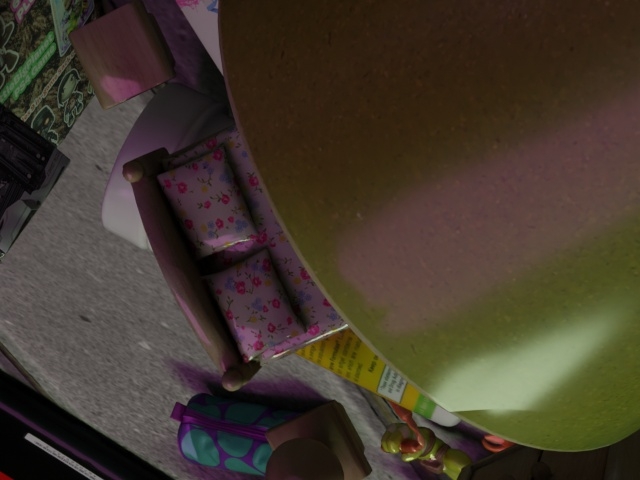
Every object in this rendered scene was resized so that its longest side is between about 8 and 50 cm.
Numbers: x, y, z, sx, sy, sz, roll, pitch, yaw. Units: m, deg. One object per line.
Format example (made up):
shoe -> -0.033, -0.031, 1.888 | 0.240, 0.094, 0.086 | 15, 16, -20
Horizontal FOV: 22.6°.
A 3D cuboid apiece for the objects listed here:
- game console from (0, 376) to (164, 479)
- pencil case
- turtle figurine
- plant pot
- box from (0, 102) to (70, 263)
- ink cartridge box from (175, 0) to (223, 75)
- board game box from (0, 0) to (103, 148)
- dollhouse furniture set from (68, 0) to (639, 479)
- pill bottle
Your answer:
game console -> -0.295, 0.259, 1.724 | 0.386, 0.060, 0.342 | 33, 145, -7
pencil case -> -0.049, 0.165, 1.336 | 0.152, 0.064, 0.070 | 3, 157, 38
turtle figurine -> 0.116, 0.217, 1.236 | 0.269, 0.087, 0.217 | 38, 132, 10
plant pot -> 0.159, -0.102, 0.581 | 0.275, 0.274, 0.293 | 40, 133, -19
box -> -0.312, -0.057, 0.920 | 0.242, 0.076, 0.307 | 40, 149, -18
ink cartridge box -> -0.023, -0.149, 0.756 | 0.143, 0.092, 0.090 | 58, 155, 7
board game box -> -0.270, -0.178, 0.919 | 0.232, 0.141, 0.291 | 21, 150, 15
dollhouse furniture set -> 0.059, -0.003, 0.785 | 0.303, 0.174, 0.355 | -25, 95, 16
pill bottle -> 0.000, 0.000, 0.961 | 0.246, 0.136, 0.136 | 25, 151, 7
